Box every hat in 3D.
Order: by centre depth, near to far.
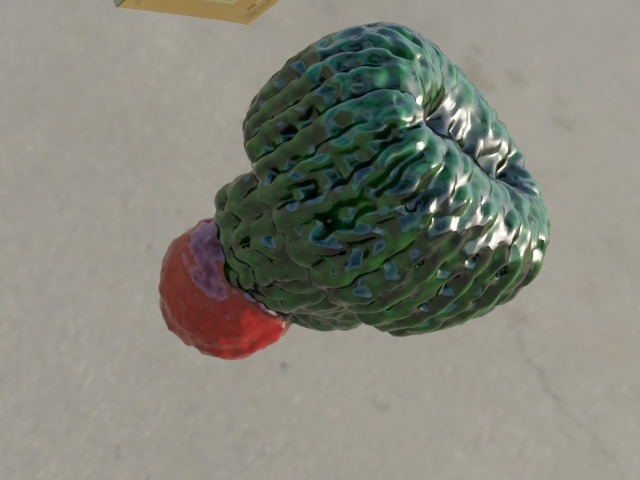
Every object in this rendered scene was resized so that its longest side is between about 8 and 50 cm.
[{"bbox_3d":[0.000,0.000,1.443,0.274,0.332,0.242,40,29,-35],"label":"hat"}]

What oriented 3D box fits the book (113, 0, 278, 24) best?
[{"bbox_3d":[-0.093,-0.242,1.664,0.172,0.118,0.012,1,62,-47],"label":"book"}]
